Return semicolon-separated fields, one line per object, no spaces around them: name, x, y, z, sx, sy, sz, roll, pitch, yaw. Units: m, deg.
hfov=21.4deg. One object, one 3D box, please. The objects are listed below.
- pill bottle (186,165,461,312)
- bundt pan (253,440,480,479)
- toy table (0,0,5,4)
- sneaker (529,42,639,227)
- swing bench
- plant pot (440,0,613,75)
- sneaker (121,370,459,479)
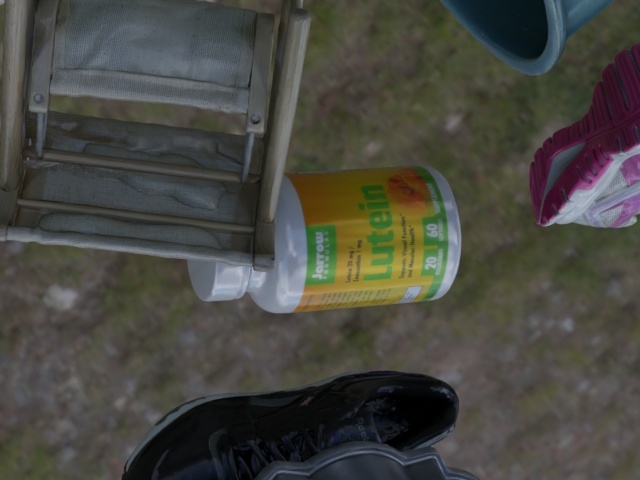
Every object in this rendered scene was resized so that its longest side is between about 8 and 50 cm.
pill bottle;0.000;0.000;1.647;0.246;0.136;0.136;-4;132;-21
bundt pan;0.020;0.312;1.200;0.331;0.124;0.330;-13;124;-21
toy table;-0.426;-0.246;1.607;0.252;0.161;0.274;-34;158;-21
sneaker;0.297;-0.093;1.546;0.111;0.103;0.252;10;149;-24
swing bench;-0.150;-0.122;1.485;0.253;0.165;0.254;7;116;-5
plant pot;0.203;-0.352;1.225;0.334;0.341;0.341;-34;141;-7
sneaker;-0.018;0.155;1.325;0.283;0.107;0.124;-18;180;-33
